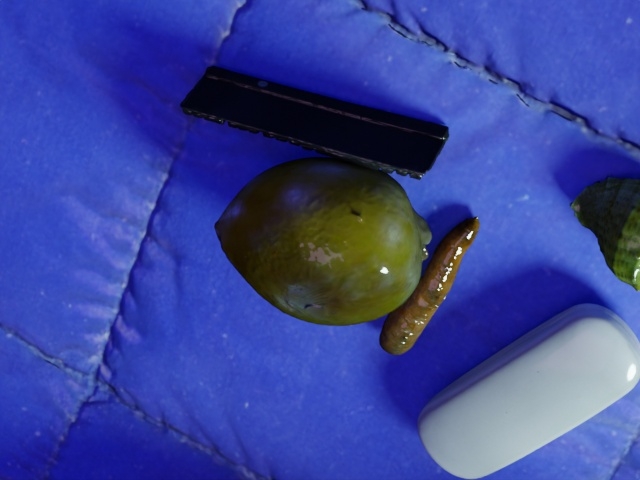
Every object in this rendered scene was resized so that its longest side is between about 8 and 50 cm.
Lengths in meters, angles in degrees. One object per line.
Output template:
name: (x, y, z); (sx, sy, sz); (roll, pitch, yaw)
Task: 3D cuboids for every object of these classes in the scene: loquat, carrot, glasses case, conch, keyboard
loquat: (0.000, 0.000, 1.570); (0.195, 0.152, 0.152); (0, 116, 9)
carrot: (0.100, 0.042, 1.618); (0.035, 0.035, 0.165); (34, 120, 2)
glasses case: (0.187, 0.139, 1.616); (0.233, 0.059, 0.092); (-38, 96, 32)
conch: (0.271, -0.009, 1.518); (0.121, 0.074, 0.089); (40, 92, 19)
keyboard: (-0.006, -0.101, 1.565); (0.231, 0.072, 0.023); (16, 131, 13)
